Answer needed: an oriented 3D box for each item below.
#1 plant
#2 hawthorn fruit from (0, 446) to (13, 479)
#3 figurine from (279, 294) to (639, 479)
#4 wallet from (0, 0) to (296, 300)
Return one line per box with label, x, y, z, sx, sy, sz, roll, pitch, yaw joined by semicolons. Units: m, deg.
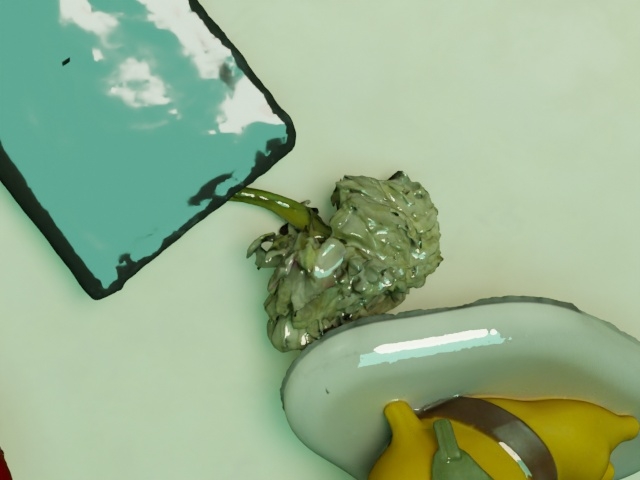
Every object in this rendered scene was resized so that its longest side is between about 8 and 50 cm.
plant;0.000;0.000;0.861;0.122;0.104;0.116;42;53;14
hawthorn fruit;-0.236;0.164;0.808;0.181;0.181;0.235;-27;119;-3
figurine;0.108;0.135;0.832;0.249;0.141;0.167;2;133;-17
wallet;-0.148;-0.120;0.806;0.146;0.030;0.285;-37;103;2
